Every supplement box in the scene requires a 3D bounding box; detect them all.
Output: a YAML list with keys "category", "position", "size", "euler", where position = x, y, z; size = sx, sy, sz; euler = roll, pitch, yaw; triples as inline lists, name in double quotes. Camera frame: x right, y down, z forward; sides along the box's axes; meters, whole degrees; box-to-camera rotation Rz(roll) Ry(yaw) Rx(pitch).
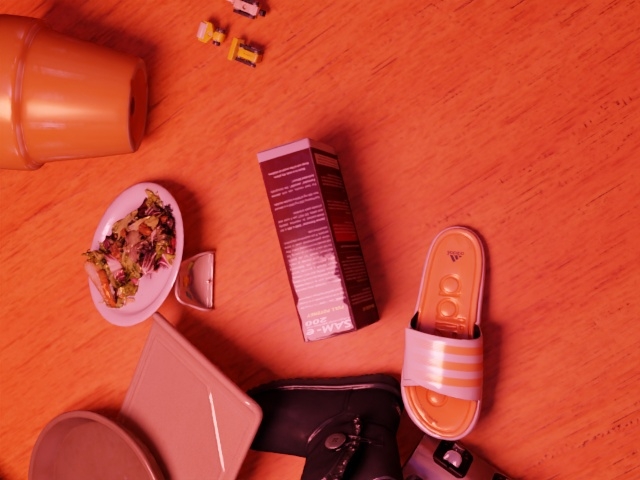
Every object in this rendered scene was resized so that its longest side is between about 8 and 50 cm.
- category: "supplement box"
  position: [0.000, 0.000, 1.108]
  size: [0.073, 0.130, 0.239]
  euler: [-16, 85, 16]

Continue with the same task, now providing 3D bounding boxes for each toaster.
- category: "toaster"
  position: [0.150, 0.348, 1.080]
  size: [0.168, 0.110, 0.185]
  euler: [35, 99, 13]

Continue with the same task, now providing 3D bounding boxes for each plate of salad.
- category: "plate of salad"
  position: [-0.259, 0.016, 1.189]
  size: [0.200, 0.048, 0.199]
  euler: [-13, 70, 38]

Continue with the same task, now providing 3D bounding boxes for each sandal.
- category: "sandal"
  position: [0.148, 0.108, 1.075]
  size: [0.102, 0.076, 0.265]
  euler: [3, 80, 15]

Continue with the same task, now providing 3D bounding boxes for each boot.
- category: "boot"
  position: [-0.016, 0.259, 1.069]
  size: [0.247, 0.207, 0.094]
  euler: [-11, 115, 13]

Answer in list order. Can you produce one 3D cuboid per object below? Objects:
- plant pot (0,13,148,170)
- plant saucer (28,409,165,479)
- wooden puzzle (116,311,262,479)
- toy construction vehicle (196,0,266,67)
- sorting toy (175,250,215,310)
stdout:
- category: "plant pot"
  position: [-0.335, -0.189, 1.175]
  size: [0.188, 0.205, 0.205]
  euler: [6, 92, 0]
- category: "plant saucer"
  position: [-0.296, 0.363, 1.200]
  size: [0.278, 0.041, 0.277]
  euler: [5, 99, 35]
- category: "wooden puzzle"
  position: [-0.176, 0.243, 1.153]
  size: [0.221, 0.044, 0.238]
  euler: [36, 118, 33]
- category: "toy construction vehicle"
  position: [-0.113, -0.287, 1.190]
  size: [0.098, 0.035, 0.085]
  euler: [23, 107, 17]
- category: "sorting toy"
  position: [-0.175, 0.055, 1.184]
  size: [0.045, 0.075, 0.083]
  euler: [2, 91, 15]
